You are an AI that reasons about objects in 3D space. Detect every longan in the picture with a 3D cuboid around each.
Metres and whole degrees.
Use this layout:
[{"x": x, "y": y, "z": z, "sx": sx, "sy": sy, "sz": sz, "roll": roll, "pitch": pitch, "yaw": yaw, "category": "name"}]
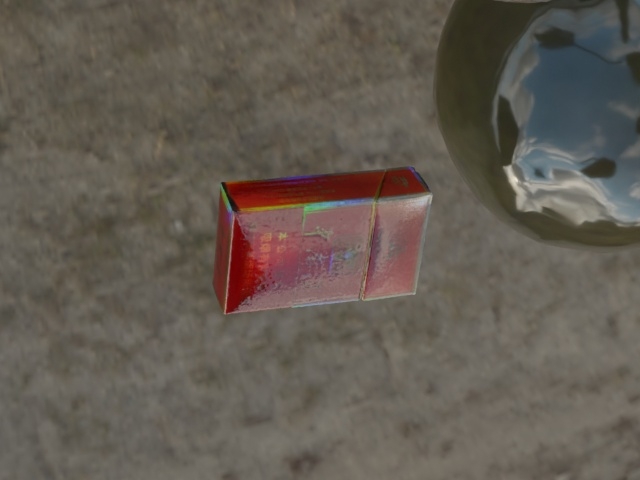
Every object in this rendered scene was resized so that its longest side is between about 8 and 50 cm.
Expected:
[{"x": 0.276, "y": -0.150, "z": 1.623, "sx": 0.361, "sy": 0.361, "sz": 0.361, "roll": -7, "pitch": 127, "yaw": -10, "category": "longan"}]

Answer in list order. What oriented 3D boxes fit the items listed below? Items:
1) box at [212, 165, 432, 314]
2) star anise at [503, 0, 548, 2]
[{"x": 0.000, "y": 0.001, "z": 1.483, "sx": 0.175, "sy": 0.048, "sz": 0.112, "roll": -6, "pitch": 128, "yaw": -16, "category": "box"}, {"x": 0.046, "y": -0.220, "z": 1.127, "sx": 0.227, "sy": 0.218, "sz": 0.148, "roll": 19, "pitch": 99, "yaw": -6, "category": "star anise"}]
